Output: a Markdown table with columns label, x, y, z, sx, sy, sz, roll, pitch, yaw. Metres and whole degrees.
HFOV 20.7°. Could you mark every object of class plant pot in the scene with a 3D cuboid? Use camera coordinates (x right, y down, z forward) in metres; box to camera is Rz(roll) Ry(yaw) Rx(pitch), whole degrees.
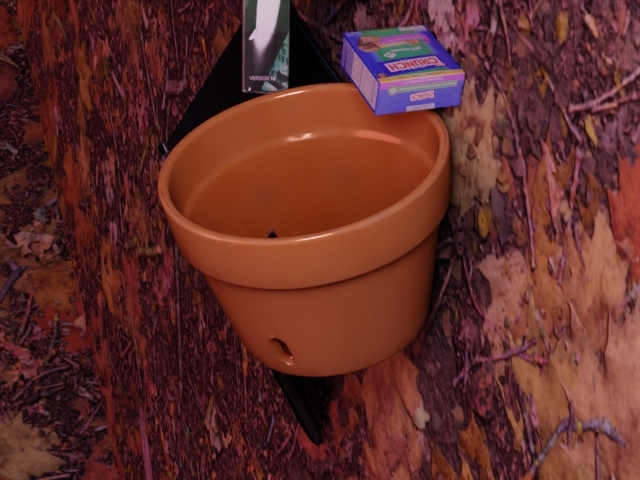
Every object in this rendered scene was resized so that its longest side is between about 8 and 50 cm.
| label | x | y | z | sx | sy | sz | roll | pitch | yaw |
| --- | --- | --- | --- | --- | --- | --- | --- | --- | --- |
| plant pot | 0.000 | 0.000 | 1.767 | 0.291 | 0.291 | 0.203 | -125 | 19 | -55 |

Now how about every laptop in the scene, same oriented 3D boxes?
| label | x | y | z | sx | sy | sz | roll | pitch | yaw |
| --- | --- | --- | --- | --- | --- | --- | --- | --- | --- |
| laptop | -0.035 | -0.036 | 2.201 | 0.408 | 0.236 | 0.382 | 64 | 178 | -39 |

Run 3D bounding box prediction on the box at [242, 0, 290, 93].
| label | x | y | z | sx | sy | sz | roll | pitch | yaw |
| --- | --- | --- | --- | --- | --- | --- | --- | --- | --- |
| box | -0.058 | -0.328 | 1.963 | 0.232 | 0.058 | 0.322 | -102 | 12 | -83 |

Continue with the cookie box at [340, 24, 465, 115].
| label | x | y | z | sx | sy | sz | roll | pitch | yaw |
| --- | --- | --- | --- | --- | --- | --- | --- | --- | --- |
| cookie box | 0.080 | -0.170 | 1.732 | 0.107 | 0.092 | 0.040 | -121 | 29 | -50 |
